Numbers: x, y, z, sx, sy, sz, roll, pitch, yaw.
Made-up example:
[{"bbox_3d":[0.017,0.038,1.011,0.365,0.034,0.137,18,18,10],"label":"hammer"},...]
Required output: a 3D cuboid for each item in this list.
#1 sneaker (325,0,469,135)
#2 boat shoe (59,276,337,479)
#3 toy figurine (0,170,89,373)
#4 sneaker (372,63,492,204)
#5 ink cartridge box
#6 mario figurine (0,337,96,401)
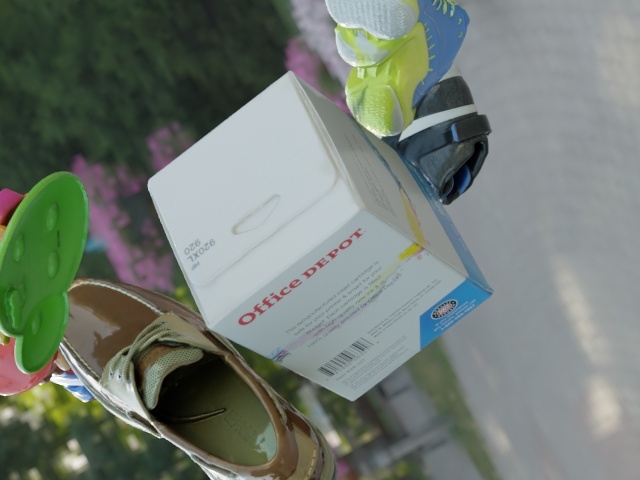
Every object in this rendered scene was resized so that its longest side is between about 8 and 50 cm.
[{"bbox_3d":[0.073,-0.211,1.711,0.091,0.126,0.240,31,147,23],"label":"sneaker"},{"bbox_3d":[-0.120,0.121,1.682,0.324,0.122,0.120,33,168,29],"label":"boat shoe"},{"bbox_3d":[-0.276,0.004,1.455,0.159,0.130,0.173,19,131,18],"label":"toy figurine"},{"bbox_3d":[0.082,-0.075,1.942,0.079,0.217,0.121,-12,-110,-47],"label":"sneaker"},{"bbox_3d":[0.000,0.000,1.667,0.232,0.171,0.168,33,-156,-52],"label":"ink cartridge box"},{"bbox_3d":[-0.296,0.100,2.239,0.170,0.198,0.320,66,-169,22],"label":"mario figurine"}]
